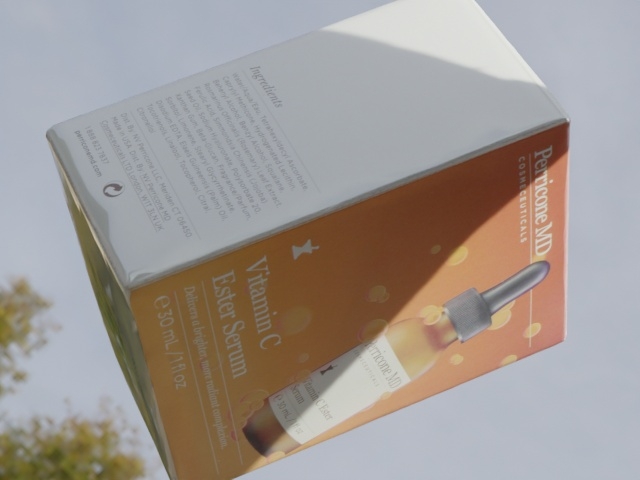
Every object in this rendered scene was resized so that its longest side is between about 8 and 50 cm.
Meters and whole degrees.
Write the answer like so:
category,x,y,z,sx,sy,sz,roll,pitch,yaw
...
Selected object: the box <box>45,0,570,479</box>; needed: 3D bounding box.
category,x,y,z,sx,sy,sz,roll,pitch,yaw
box,0.000,0.000,0.631,0.130,0.170,0.091,81,-17,-47
